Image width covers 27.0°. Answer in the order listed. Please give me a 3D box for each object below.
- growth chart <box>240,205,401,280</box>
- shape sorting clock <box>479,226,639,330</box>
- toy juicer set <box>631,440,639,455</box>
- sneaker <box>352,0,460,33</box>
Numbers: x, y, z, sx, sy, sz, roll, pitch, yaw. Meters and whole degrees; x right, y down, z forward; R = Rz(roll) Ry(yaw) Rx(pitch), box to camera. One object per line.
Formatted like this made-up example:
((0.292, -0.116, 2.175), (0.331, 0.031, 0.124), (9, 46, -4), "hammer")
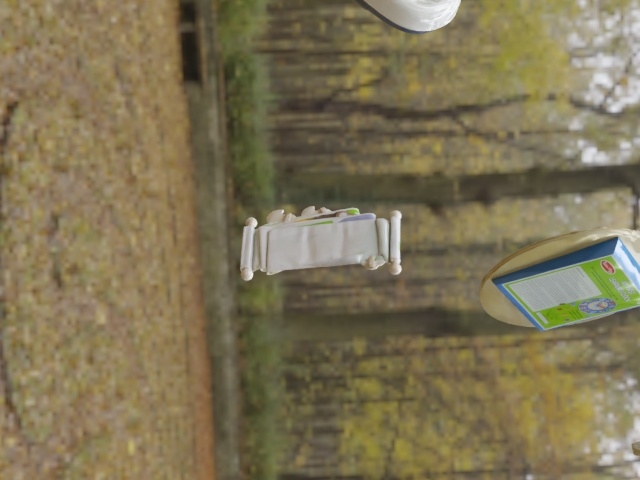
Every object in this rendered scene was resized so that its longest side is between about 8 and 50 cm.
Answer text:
((0.000, 0.000, 1.816), (0.172, 0.237, 0.021), (-75, 157, -56), "growth chart")
((0.272, 0.041, 1.432), (0.206, 0.206, 0.040), (89, -2, -61), "shape sorting clock")
((0.433, 0.120, 1.147), (0.329, 0.209, 0.089), (142, -62, -66), "toy juicer set")
((0.002, -0.296, 1.304), (0.350, 0.131, 0.148), (51, -34, 25), "sneaker")
